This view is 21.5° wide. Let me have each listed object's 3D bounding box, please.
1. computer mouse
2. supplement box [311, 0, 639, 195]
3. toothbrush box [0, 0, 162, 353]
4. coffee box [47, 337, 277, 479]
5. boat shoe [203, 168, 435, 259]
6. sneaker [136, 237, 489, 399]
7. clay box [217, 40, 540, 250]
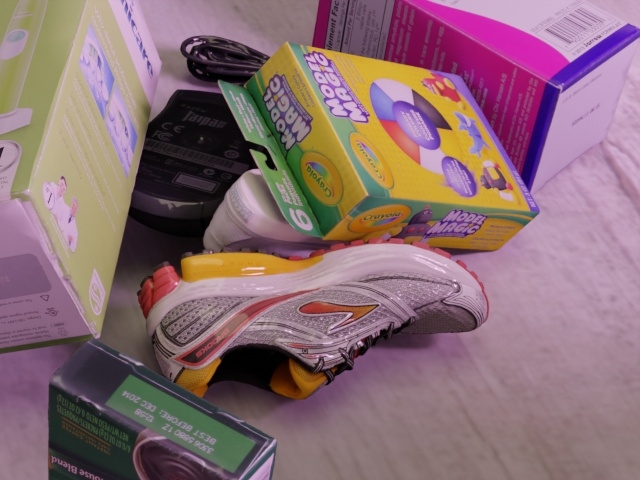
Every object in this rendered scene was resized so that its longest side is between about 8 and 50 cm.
[{"bbox_3d":[-0.039,-0.056,1.193,0.184,0.060,0.262,13,32,4],"label":"computer mouse"},{"bbox_3d":[0.112,-0.148,1.281,0.220,0.114,0.111,35,48,24],"label":"supplement box"},{"bbox_3d":[-0.230,-0.060,1.058,0.206,0.122,0.283,-10,41,12],"label":"toothbrush box"},{"bbox_3d":[-0.085,0.145,0.859,0.113,0.184,0.040,27,47,16],"label":"coffee box"},{"bbox_3d":[0.000,0.000,1.119,0.184,0.063,0.066,2,50,-49],"label":"boat shoe"},{"bbox_3d":[0.000,0.059,1.063,0.225,0.088,0.093,-5,63,-16],"label":"sneaker"},{"bbox_3d":[0.041,-0.061,1.124,0.222,0.053,0.127,4,51,-50],"label":"clay box"}]
